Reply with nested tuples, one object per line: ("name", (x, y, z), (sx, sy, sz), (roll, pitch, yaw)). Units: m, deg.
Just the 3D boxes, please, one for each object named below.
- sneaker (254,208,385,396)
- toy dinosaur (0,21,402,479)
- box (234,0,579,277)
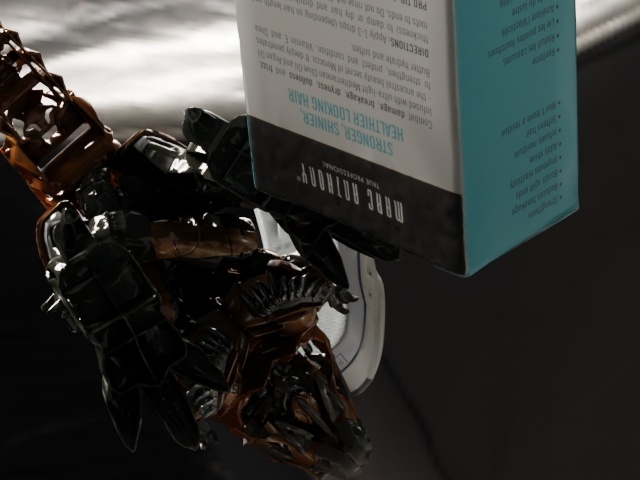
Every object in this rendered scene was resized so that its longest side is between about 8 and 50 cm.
("sneaker", (0.000, 0.000, 1.459), (0.094, 0.091, 0.258), (-8, 58, 17))
("toy dinosaur", (-0.086, 0.009, 0.962), (0.164, 0.322, 0.218), (-63, 20, -4))
("box", (0.022, -0.119, 0.584), (0.100, 0.060, 0.244), (24, 130, 41))
